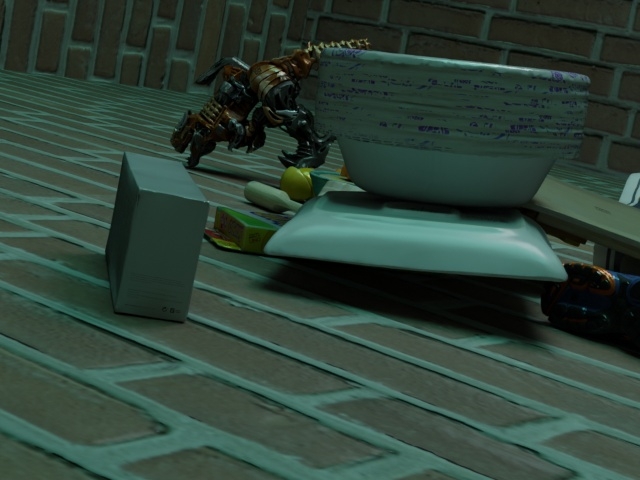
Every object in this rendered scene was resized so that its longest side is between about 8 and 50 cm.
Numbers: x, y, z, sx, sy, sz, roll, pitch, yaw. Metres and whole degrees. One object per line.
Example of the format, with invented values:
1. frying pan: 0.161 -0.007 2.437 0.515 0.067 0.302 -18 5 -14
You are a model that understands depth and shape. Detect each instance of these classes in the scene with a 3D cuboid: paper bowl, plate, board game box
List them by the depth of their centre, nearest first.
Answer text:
1. plate: 0.098 -0.012 1.315 0.278 0.045 0.277 6 8 5
2. paper bowl: 0.134 -0.118 1.396 0.284 0.148 0.284 5 7 -1
3. board game box: 0.000 0.000 1.457 0.259 0.039 0.124 5 9 -20

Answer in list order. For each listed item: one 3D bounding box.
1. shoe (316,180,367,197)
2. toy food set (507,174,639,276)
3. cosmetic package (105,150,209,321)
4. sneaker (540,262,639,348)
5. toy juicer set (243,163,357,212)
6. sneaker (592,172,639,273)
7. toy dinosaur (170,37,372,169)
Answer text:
1. shoe: 0.096 -0.030 1.584 0.219 0.058 0.076 10 -36 13
2. toy food set: 0.313 0.006 1.559 0.306 0.092 0.220 20 15 -3
3. cosmetic package: -0.139 -0.009 1.109 0.060 0.099 0.239 9 9 -12
4. sneaker: 0.317 0.067 1.250 0.087 0.083 0.221 7 10 -42
5. toy juicer set: 0.019 -0.079 1.811 0.209 0.089 0.329 16 10 32
6. sneaker: 0.462 -0.012 1.820 0.127 0.126 0.321 9 17 19
7. toy dinosaur: -0.068 -0.201 2.026 0.322 0.218 0.164 -31 6 28
